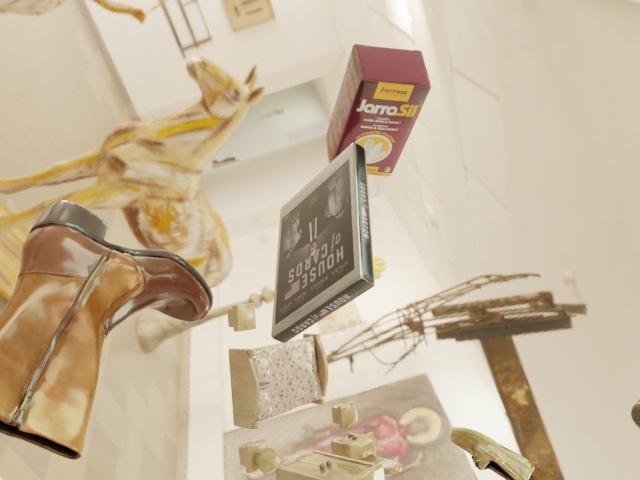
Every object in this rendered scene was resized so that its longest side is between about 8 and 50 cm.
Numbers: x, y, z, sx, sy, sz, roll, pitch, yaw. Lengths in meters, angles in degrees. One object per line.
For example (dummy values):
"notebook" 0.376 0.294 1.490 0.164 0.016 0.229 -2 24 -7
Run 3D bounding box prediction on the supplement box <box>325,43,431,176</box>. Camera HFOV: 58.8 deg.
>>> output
"supplement box" 0.079 -0.188 0.849 0.188 0.104 0.080 110 -22 -53

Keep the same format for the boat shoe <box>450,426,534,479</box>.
"boat shoe" 0.265 0.343 0.901 0.135 0.045 0.050 20 -36 29

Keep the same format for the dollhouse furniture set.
"dollhouse furniture set" 0.010 0.278 1.048 0.303 0.174 0.355 -4 88 -46

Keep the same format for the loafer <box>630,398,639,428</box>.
"loafer" 0.476 0.235 0.730 0.050 0.148 0.056 -55 160 -55

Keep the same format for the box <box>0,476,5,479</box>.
"box" -0.299 0.287 0.521 0.114 0.036 0.207 -117 -175 -54

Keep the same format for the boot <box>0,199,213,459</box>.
"boot" -0.249 0.113 0.671 0.264 0.096 0.280 44 29 -36

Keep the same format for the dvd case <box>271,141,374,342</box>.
"dvd case" 0.000 0.000 0.780 0.029 0.179 0.238 28 42 -28
